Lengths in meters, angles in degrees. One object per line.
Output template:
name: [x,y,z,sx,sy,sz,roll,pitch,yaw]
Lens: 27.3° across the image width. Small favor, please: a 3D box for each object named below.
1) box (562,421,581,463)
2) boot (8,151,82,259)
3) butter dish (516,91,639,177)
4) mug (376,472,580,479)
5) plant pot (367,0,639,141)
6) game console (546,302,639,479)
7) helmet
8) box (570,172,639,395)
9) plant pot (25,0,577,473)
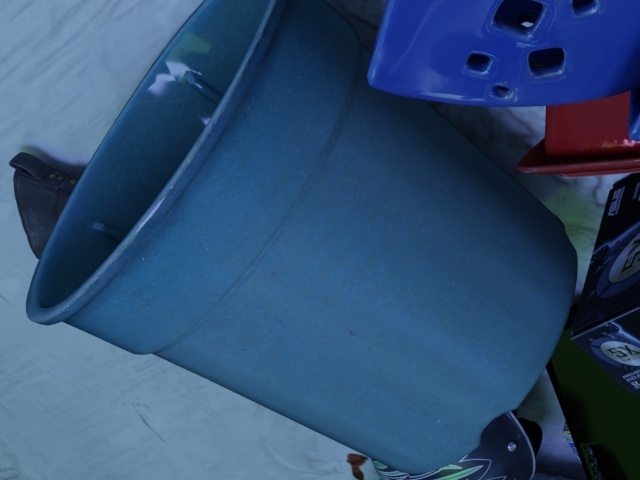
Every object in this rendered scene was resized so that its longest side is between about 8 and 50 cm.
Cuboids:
box: [0.320,0.174,1.242,0.169,0.054,0.059,-12,126,34]
boot: [-0.190,0.025,1.344,0.229,0.091,0.263,8,131,28]
butter dish: [0.228,-0.118,0.952,0.160,0.160,0.118,-4,107,30]
mug: [0.156,0.365,1.300,0.328,0.374,0.276,10,95,31]
plant pot: [0.170,-0.216,0.808,0.212,0.236,0.236,18,138,0]
game console: [0.379,0.119,1.121,0.361,0.044,0.213,-18,98,28]
helmet: [0.126,0.182,1.249,0.170,0.161,0.169,10,120,17]
box: [0.284,0.008,1.001,0.077,0.180,0.147,40,137,-16]
plant pot: [0.000,0.000,1.055,0.334,0.341,0.341,33,138,-20]
